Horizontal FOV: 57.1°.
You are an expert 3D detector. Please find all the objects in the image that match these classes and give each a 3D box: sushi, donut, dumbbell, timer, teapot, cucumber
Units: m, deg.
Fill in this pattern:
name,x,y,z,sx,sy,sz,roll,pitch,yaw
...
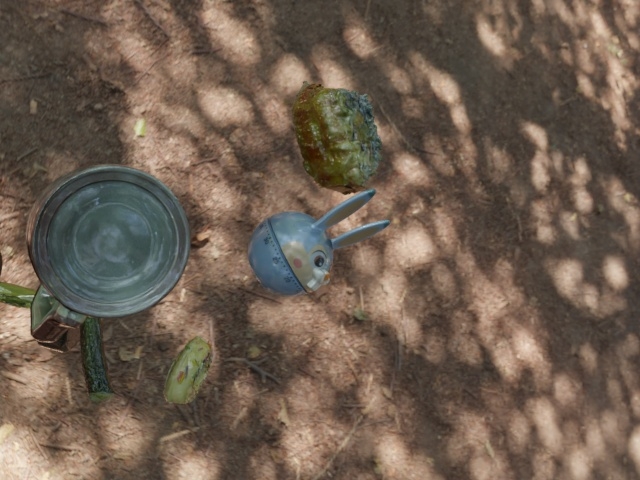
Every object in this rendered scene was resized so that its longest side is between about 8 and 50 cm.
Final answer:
name,x,y,z,sx,sy,sz,roll,pitch,yaw
sushi,0.036,-0.235,1.288,0.184,0.139,0.274,-24,100,-58
donut,-0.311,0.314,1.409,0.068,0.174,0.175,23,66,7
dumbbell,-0.733,0.133,1.427,0.322,0.204,0.204,17,71,-6
timer,-0.008,0.019,1.064,0.175,0.255,0.175,-7,90,-74
teapot,-0.396,0.024,0.998,0.233,0.312,0.315,32,80,-29
cucumber,-0.483,0.238,1.257,0.058,0.052,0.215,-22,62,0
